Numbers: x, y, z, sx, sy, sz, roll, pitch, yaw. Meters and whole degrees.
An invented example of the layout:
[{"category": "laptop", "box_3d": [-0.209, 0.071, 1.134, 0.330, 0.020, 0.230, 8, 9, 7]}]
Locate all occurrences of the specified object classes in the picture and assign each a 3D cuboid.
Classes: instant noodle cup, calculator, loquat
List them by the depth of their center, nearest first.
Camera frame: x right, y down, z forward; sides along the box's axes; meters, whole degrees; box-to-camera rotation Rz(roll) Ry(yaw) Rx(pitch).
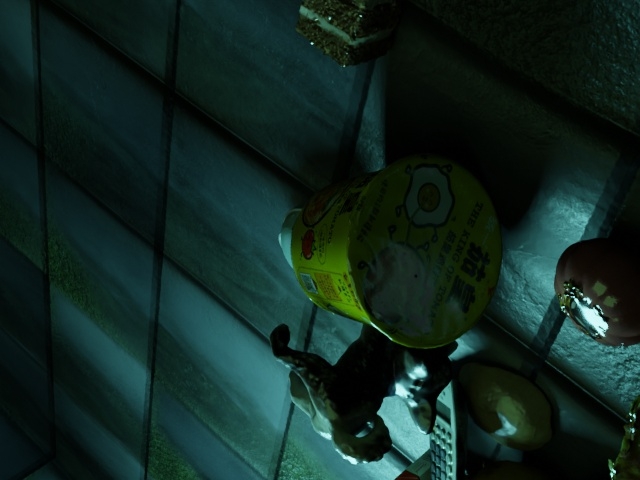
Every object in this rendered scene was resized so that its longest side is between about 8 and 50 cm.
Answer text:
[{"category": "instant noodle cup", "box_3d": [0.114, 0.014, 1.713, 0.254, 0.325, 0.325, 3, 118, 58]}, {"category": "loquat", "box_3d": [0.364, 0.517, 1.863, 0.176, 0.187, 0.234, 102, 147, -46]}, {"category": "calculator", "box_3d": [0.244, 0.389, 1.918, 0.177, 0.040, 0.268, -153, 66, -79]}]

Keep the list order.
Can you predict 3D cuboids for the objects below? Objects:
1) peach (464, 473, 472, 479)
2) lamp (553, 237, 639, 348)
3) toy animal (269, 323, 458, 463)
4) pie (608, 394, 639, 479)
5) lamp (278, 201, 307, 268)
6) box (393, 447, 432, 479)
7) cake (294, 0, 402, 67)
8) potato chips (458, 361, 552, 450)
[{"category": "peach", "box_3d": [0.296, 0.547, 2.014, 0.138, 0.138, 0.138, 27, 133, 33]}, {"category": "lamp", "box_3d": [0.448, 0.075, 1.517, 0.182, 0.140, 0.182, 48, 159, 25]}, {"category": "toy animal", "box_3d": [0.114, 0.259, 1.811, 0.302, 0.344, 0.194, 47, 149, 43]}, {"category": "pie", "box_3d": [0.604, 0.289, 1.440, 0.355, 0.103, 0.288, -3, 119, 12]}, {"category": "lamp", "box_3d": [-0.001, 0.001, 1.973, 0.179, 0.108, 0.246, 47, 141, 7]}, {"category": "box", "box_3d": [0.213, 0.508, 2.052, 0.048, 0.152, 0.100, 11, 123, 42]}, {"category": "cake", "box_3d": [0.051, -0.386, 1.633, 0.135, 0.134, 0.147, 38, 129, 23]}, {"category": "potato chips", "box_3d": [0.337, 0.320, 1.863, 0.208, 0.062, 0.195, 48, 143, 9]}]
